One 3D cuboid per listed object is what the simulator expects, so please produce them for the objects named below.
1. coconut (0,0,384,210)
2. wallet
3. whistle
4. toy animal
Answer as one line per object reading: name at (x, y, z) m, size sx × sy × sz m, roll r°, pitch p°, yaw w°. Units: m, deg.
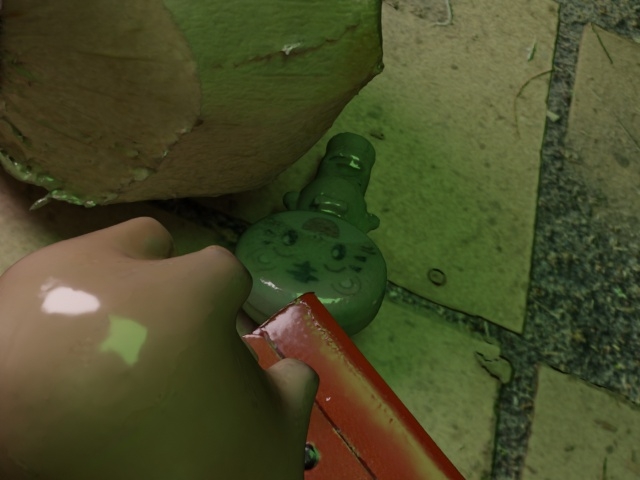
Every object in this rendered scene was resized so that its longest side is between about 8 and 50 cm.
coconut at (-0.110, -0.205, 1.166) m, size 0.360 × 0.346 × 0.346 m, roll -14°, pitch 59°, yaw -26°
wallet at (-0.002, 0.152, 1.082) m, size 0.142 × 0.045 × 0.204 m, roll -37°, pitch 71°, yaw -7°
whistle at (0.000, 0.000, 1.241) m, size 0.126 × 0.067 × 0.258 m, roll 16°, pitch 41°, yaw 2°
toy animal at (-0.107, 0.157, 0.886) m, size 0.269 × 0.326 × 0.237 m, roll -46°, pitch 38°, yaw -19°
